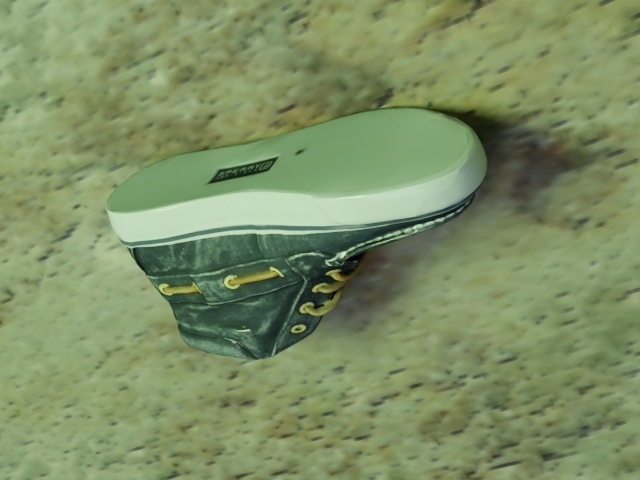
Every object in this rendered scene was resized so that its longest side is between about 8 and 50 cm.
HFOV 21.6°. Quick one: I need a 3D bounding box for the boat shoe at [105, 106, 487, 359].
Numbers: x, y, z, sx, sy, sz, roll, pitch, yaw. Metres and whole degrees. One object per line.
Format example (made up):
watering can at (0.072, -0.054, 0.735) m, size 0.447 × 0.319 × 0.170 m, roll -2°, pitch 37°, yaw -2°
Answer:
boat shoe at (0.000, 0.000, 0.699) m, size 0.183 × 0.065 × 0.083 m, roll -6°, pitch 123°, yaw 37°
